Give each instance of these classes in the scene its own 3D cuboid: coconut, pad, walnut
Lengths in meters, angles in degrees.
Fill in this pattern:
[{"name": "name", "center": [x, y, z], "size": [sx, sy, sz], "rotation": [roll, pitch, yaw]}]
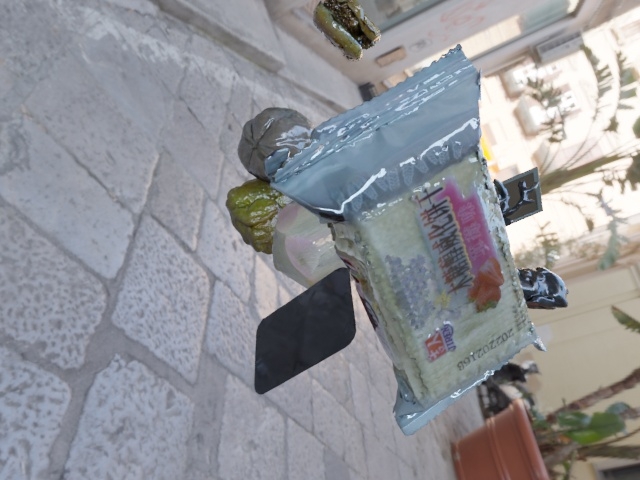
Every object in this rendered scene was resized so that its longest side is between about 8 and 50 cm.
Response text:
[{"name": "coconut", "center": [0.001, 0.001, 1.167], "size": [0.227, 0.230, 0.227], "rotation": [-20, 90, -85]}, {"name": "pad", "center": [-0.037, 0.173, 1.008], "size": [0.004, 0.267, 0.181], "rotation": [35, 34, -33]}, {"name": "walnut", "center": [-0.107, -0.247, 1.394], "size": [0.224, 0.224, 0.224], "rotation": [53, 24, -37]}]

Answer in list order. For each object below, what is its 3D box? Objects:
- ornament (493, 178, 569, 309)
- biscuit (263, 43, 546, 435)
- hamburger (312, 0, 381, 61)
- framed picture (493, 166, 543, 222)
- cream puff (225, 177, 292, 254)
[{"name": "ornament", "center": [0.371, 0.002, 0.968], "size": [0.080, 0.202, 0.236], "rotation": [141, -45, -72]}, {"name": "biscuit", "center": [0.090, 0.019, 0.457], "size": [0.079, 0.186, 0.309], "rotation": [42, -20, 59]}, {"name": "hamburger", "center": [0.060, -0.525, 1.304], "size": [0.177, 0.113, 0.185], "rotation": [33, 10, -20]}, {"name": "framed picture", "center": [0.387, -0.075, 1.139], "size": [0.142, 0.183, 0.011], "rotation": [58, 13, -45]}, {"name": "cream puff", "center": [-0.177, -0.079, 1.580], "size": [0.244, 0.196, 0.244], "rotation": [48, -17, 20]}]
